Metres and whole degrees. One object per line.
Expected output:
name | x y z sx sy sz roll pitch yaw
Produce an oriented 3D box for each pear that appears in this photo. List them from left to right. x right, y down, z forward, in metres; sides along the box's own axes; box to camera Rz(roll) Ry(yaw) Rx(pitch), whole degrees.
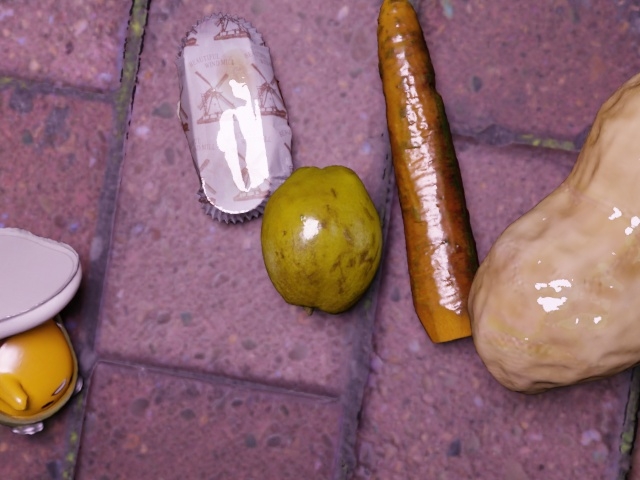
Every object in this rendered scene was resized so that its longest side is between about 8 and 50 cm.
pear | 0.000 0.000 0.800 0.107 0.107 0.131 7 86 3

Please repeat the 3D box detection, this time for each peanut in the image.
peanut | 0.274 -0.029 0.744 0.387 0.192 0.169 -47 50 0

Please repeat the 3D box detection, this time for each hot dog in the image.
hot dog | -0.080 -0.113 0.833 0.099 0.053 0.192 -13 85 1

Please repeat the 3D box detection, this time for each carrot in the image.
carrot | 0.089 -0.068 0.819 0.066 0.066 0.314 -12 87 2

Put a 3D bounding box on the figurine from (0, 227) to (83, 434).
figurine | -0.307 0.089 0.827 0.250 0.166 0.141 4 128 26
